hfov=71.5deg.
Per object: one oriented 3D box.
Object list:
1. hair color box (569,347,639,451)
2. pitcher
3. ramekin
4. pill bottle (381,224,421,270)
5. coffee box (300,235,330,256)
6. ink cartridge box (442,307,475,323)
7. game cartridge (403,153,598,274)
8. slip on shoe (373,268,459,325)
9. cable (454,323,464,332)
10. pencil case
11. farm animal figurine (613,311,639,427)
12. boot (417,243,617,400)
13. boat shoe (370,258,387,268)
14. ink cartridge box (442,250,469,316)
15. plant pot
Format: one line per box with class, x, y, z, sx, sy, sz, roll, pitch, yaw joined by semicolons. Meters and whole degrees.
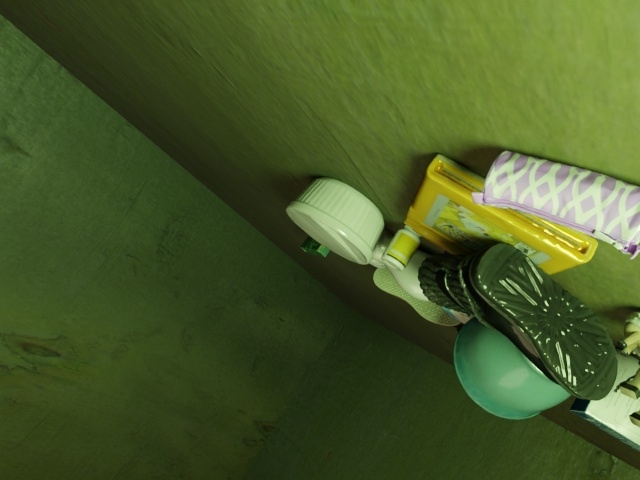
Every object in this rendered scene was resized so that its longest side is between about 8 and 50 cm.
hair color box;0.779;0.411;0.993;0.347;0.173;0.105;31;170;18
pitcher;0.266;0.079;1.265;0.207;0.125;0.178;40;-165;33
ramekin;0.050;-0.059;1.216;0.273;0.127;0.273;33;170;7
pill bottle;0.205;0.012;1.093;0.065;0.116;0.065;33;170;6
coffee box;0.000;0.000;1.690;0.040;0.113;0.184;41;169;-21
ink cartridge box;0.444;0.196;1.269;0.090;0.092;0.143;41;168;-37
game cartridge;0.305;-0.014;0.851;0.285;0.052;0.323;32;169;11
slip on shoe;0.337;0.179;1.515;0.331;0.123;0.101;27;-169;32
cable;0.543;0.310;1.672;0.140;0.072;0.287;15;179;8
pencil case;0.311;-0.049;0.569;0.206;0.088;0.086;27;166;36
farm animal figurine;0.677;0.293;0.730;0.327;0.172;0.330;37;150;59
boot;0.367;0.146;0.869;0.348;0.131;0.260;49;165;0
boat shoe;0.135;0.022;1.509;0.226;0.083;0.075;18;153;20
ink cartridge box;0.353;0.109;1.134;0.046;0.097;0.207;24;166;44
plant pot;0.485;0.258;1.029;0.272;0.271;0.255;32;155;10
